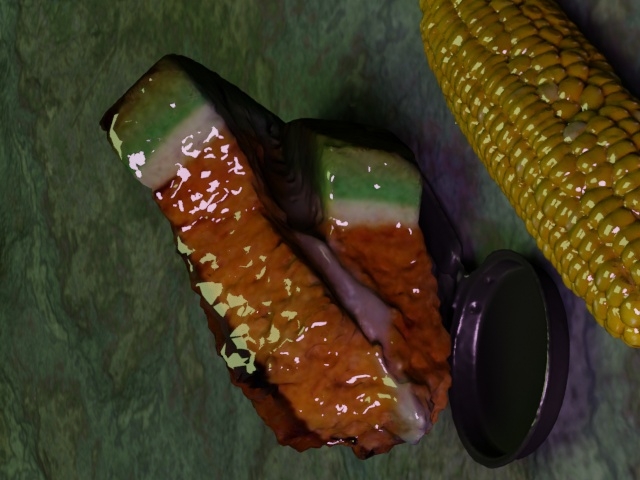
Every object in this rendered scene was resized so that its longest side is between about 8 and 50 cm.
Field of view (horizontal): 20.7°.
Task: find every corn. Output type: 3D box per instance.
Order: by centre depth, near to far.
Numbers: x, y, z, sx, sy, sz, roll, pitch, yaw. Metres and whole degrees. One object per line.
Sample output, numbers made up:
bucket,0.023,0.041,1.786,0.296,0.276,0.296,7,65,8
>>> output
corn,0.139,-0.054,0.996,0.313,0.102,0.102,55,136,39

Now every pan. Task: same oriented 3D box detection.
pan,0.103,0.040,1.122,0.235,0.028,0.136,-112,35,-43

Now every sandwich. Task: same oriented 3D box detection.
sandwich,0.000,0.000,1.141,0.162,0.250,0.301,-34,68,12
